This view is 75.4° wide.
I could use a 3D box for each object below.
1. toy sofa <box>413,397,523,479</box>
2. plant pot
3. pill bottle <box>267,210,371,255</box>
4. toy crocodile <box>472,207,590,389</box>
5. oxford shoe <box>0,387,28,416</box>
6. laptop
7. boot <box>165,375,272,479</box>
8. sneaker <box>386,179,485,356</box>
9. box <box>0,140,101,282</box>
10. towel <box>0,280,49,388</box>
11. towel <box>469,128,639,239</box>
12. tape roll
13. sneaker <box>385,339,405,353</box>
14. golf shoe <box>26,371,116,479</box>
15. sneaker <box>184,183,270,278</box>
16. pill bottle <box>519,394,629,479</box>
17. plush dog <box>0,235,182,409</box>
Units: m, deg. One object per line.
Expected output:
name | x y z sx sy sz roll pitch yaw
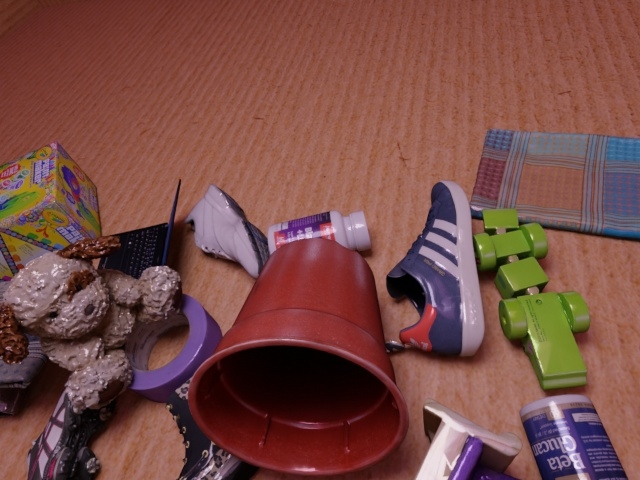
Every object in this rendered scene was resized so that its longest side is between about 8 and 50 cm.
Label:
toy sofa | 0.128 0.390 0.468 0.177 0.150 0.362 22 61 30
plant pot | -0.016 0.147 0.618 0.273 0.272 0.265 -6 32 11
pill bottle | 0.000 0.000 0.834 0.194 0.108 0.108 -14 51 5
toy crocodile | 0.339 0.077 0.696 0.115 0.105 0.340 -13 55 5
oxford shoe | -0.745 0.323 0.780 0.365 0.129 0.132 -19 54 0
laptop | -0.415 0.016 0.920 0.265 0.136 0.234 -12 50 6
boot | -0.202 0.332 0.650 0.236 0.085 0.179 -40 50 -22
sneaker | 0.192 0.030 0.743 0.148 0.131 0.349 -1 53 10
box | -0.731 -0.056 1.034 0.280 0.176 0.289 -28 48 -7
towel | -0.643 0.179 0.810 0.325 0.056 0.312 -6 33 0
towel | 0.513 -0.127 0.837 0.371 0.040 0.271 10 56 23
tape roll | -0.287 0.198 0.779 0.189 0.080 0.188 -8 52 10
sneaker | 0.104 0.191 0.711 0.084 0.032 0.036 -8 63 17
golf shoe | -0.439 0.322 0.712 0.120 0.105 0.272 -16 50 12
sneaker | -0.201 -0.003 0.915 0.129 0.111 0.297 -45 49 0
pill bottle | 0.328 0.293 0.523 0.094 0.094 0.169 -11 51 7
plush dog | -0.394 0.106 0.680 0.211 0.225 0.262 16 61 26
